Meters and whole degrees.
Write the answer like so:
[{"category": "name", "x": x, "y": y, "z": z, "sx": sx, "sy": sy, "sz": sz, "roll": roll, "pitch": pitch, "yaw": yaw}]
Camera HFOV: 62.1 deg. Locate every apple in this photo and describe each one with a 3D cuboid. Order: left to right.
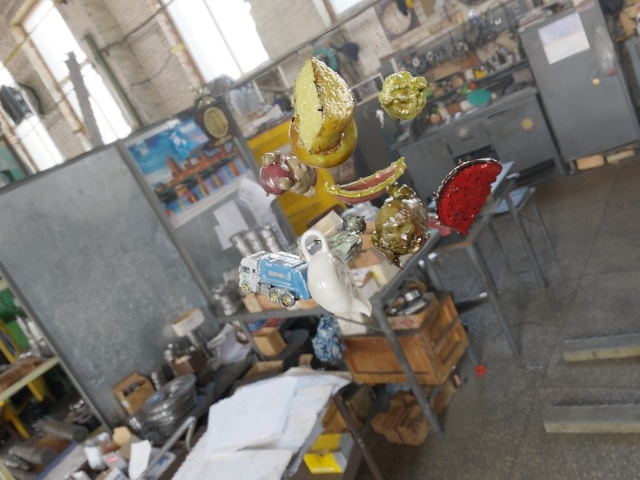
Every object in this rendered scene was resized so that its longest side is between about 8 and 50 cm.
[{"category": "apple", "x": 0.009, "y": -0.349, "z": 1.695, "sx": 0.237, "sy": 0.207, "sz": 0.237, "roll": -3, "pitch": 41, "yaw": 3}]

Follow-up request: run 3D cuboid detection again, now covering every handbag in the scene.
[{"category": "handbag", "x": 0.000, "y": 0.000, "z": 1.623, "sx": 0.173, "sy": 0.095, "sz": 0.117, "roll": -37, "pitch": -26, "yaw": -7}]

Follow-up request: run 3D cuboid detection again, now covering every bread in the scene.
[{"category": "bread", "x": 0.015, "y": -0.353, "z": 1.439, "sx": 0.147, "sy": 0.260, "sz": 0.160, "roll": 6, "pitch": -38, "yaw": -25}]

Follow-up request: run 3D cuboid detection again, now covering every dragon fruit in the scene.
[{"category": "dragon fruit", "x": 0.578, "y": -0.209, "z": 2.201, "sx": 0.343, "sy": 0.282, "sz": 0.100, "roll": -62, "pitch": 37, "yaw": 16}]

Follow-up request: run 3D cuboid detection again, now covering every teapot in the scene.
[{"category": "teapot", "x": 0.021, "y": 0.081, "z": 1.143, "sx": 0.092, "sy": 0.226, "sz": 0.145, "roll": -27, "pitch": 13, "yaw": 17}]

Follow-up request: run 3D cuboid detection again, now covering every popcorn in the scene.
[{"category": "popcorn", "x": 0.323, "y": -0.557, "z": 2.045, "sx": 0.185, "sy": 0.187, "sz": 0.167, "roll": 21, "pitch": 78, "yaw": 27}]

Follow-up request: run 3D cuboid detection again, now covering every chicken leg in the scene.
[{"category": "chicken leg", "x": 0.230, "y": -0.025, "z": 1.442, "sx": 0.140, "sy": 0.211, "sz": 0.361, "roll": 14, "pitch": -4, "yaw": 17}]

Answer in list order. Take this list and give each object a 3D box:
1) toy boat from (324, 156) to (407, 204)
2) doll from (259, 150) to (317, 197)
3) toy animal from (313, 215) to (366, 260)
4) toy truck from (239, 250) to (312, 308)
[{"category": "toy boat", "x": 0.161, "y": -0.190, "z": 1.775, "sx": 0.318, "sy": 0.099, "sz": 0.141, "roll": -21, "pitch": 26, "yaw": -22}, {"category": "doll", "x": -0.115, "y": -0.259, "z": 2.073, "sx": 0.152, "sy": 0.196, "sz": 0.256, "roll": -1, "pitch": 6, "yaw": 42}, {"category": "toy animal", "x": 0.078, "y": -0.004, "z": 1.520, "sx": 0.176, "sy": 0.073, "sz": 0.217, "roll": -27, "pitch": 18, "yaw": -6}, {"category": "toy truck", "x": -0.152, "y": 0.146, "z": 2.061, "sx": 0.367, "sy": 0.175, "sz": 0.146, "roll": 11, "pitch": 19, "yaw": 35}]
